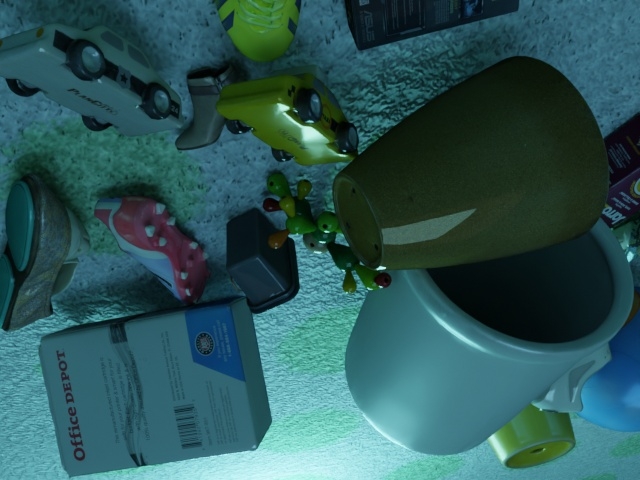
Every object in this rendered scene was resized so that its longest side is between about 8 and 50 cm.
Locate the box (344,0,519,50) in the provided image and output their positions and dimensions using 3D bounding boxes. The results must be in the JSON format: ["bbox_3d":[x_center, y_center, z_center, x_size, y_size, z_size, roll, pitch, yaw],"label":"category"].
[{"bbox_3d":[0.106,-0.315,0.621,0.184,0.059,0.232,-14,142,1],"label":"box"}]

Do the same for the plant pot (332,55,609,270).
[{"bbox_3d":[0.151,-0.066,0.756,0.255,0.237,0.237,-21,145,-16],"label":"plant pot"}]

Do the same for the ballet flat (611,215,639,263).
[{"bbox_3d":[0.551,0.015,1.179,0.070,0.070,0.188,-6,138,-10],"label":"ballet flat"}]

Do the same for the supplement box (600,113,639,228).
[{"bbox_3d":[0.465,-0.100,0.985,0.104,0.080,0.188,21,131,-37],"label":"supplement box"}]

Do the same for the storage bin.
[{"bbox_3d":[-0.098,0.025,0.940,0.098,0.135,0.091,-25,130,14],"label":"storage bin"}]

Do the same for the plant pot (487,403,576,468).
[{"bbox_3d":[0.446,0.369,1.445,0.254,0.238,0.254,-9,143,-7],"label":"plant pot"}]

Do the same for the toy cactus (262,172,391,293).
[{"bbox_3d":[0.000,0.000,0.920,0.219,0.112,0.180,34,170,-1],"label":"toy cactus"}]

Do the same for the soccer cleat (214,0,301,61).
[{"bbox_3d":[-0.046,-0.257,0.583,0.094,0.121,0.289,-5,152,-15],"label":"soccer cleat"}]

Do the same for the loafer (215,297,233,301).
[{"bbox_3d":[-0.225,0.161,1.104,0.223,0.078,0.076,-14,142,1],"label":"loafer"}]

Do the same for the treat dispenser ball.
[{"bbox_3d":[0.597,0.232,1.275,0.289,0.288,0.288,-9,142,-7],"label":"treat dispenser ball"}]

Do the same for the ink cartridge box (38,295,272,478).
[{"bbox_3d":[-0.254,0.225,1.014,0.308,0.223,0.129,-10,-178,7],"label":"ink cartridge box"}]

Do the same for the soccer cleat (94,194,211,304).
[{"bbox_3d":[-0.235,0.015,0.933,0.095,0.083,0.248,12,153,18],"label":"soccer cleat"}]

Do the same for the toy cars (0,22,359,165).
[{"bbox_3d":[-0.125,-0.160,0.670,0.394,0.087,0.176,7,167,-21],"label":"toy cars"}]

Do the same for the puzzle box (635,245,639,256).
[{"bbox_3d":[0.705,-0.125,1.000,0.272,0.052,0.408,-15,145,-23],"label":"puzzle box"}]

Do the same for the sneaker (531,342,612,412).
[{"bbox_3d":[0.459,0.149,1.145,0.146,0.122,0.330,20,91,-8],"label":"sneaker"}]

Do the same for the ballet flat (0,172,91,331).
[{"bbox_3d":[-0.379,0.016,0.875,0.106,0.107,0.316,-9,153,-40],"label":"ballet flat"}]

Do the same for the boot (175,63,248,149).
[{"bbox_3d":[-0.136,-0.161,0.762,0.119,0.042,0.087,-20,136,7],"label":"boot"}]

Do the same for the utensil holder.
[{"bbox_3d":[0.226,0.121,1.005,0.328,0.327,0.385,-1,144,-16],"label":"utensil holder"}]
